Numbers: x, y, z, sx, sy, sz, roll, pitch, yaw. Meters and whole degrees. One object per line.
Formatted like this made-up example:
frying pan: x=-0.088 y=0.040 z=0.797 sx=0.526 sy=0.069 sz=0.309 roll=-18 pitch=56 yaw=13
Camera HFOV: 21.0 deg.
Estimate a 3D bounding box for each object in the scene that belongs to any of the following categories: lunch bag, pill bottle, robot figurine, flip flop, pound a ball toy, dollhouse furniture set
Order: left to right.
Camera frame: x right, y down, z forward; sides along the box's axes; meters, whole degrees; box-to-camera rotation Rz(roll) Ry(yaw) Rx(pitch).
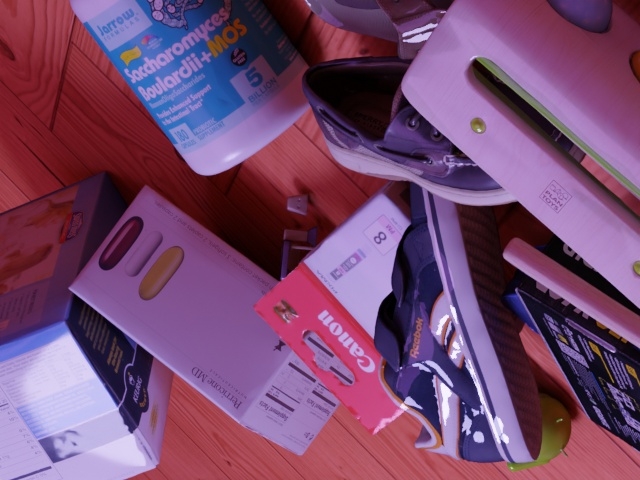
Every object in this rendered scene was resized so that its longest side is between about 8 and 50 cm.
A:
pill bottle: x=-0.130 y=-0.201 z=1.579 sx=0.264 sy=0.146 sz=0.146 roll=53 pitch=155 yaw=-13
dollhouse furniture set: x=0.000 y=0.000 z=1.836 sx=0.081 sy=0.091 sz=0.114 roll=5 pitch=179 yaw=-3
flip flop: x=0.069 y=-0.183 z=1.360 sx=0.277 sy=0.080 sz=0.112 roll=13 pitch=139 yaw=48
robot figurine: x=0.199 y=0.179 z=1.707 sx=0.115 sy=0.067 sz=0.101 roll=17 pitch=130 yaw=47
lunch bag: x=0.208 y=0.040 z=1.493 sx=0.067 sy=0.065 sz=0.098 roll=40 pitch=158 yaw=-22
pound a ball toy: x=0.206 y=-0.048 z=1.133 sx=0.319 sy=0.208 sz=0.136 roll=42 pitch=127 yaw=9

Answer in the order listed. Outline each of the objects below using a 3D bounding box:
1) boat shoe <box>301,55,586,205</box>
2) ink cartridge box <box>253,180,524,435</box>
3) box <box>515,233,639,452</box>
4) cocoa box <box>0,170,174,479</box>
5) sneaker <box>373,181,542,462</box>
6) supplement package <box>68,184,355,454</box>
boat shoe: x=0.091 y=-0.099 z=1.400 sx=0.285 sy=0.103 sz=0.092 roll=14 pitch=158 yaw=48
ink cartridge box: x=0.057 y=0.077 z=1.672 sx=0.189 sy=0.066 sz=0.232 roll=48 pitch=119 yaw=-1
box: x=0.303 y=0.129 z=1.345 sx=0.257 sy=0.079 sz=0.322 roll=31 pitch=170 yaw=29
cocoa box: x=-0.324 y=0.120 z=2.079 sx=0.347 sy=0.231 sz=0.228 roll=-87 pitch=-27 yaw=-58
sneaker: x=0.103 y=0.063 z=1.536 sx=0.127 sy=0.126 sz=0.321 roll=-6 pitch=113 yaw=21
supplement package: x=-0.106 y=0.090 z=1.898 sx=0.262 sy=0.145 sz=0.204 roll=35 pitch=177 yaw=25
